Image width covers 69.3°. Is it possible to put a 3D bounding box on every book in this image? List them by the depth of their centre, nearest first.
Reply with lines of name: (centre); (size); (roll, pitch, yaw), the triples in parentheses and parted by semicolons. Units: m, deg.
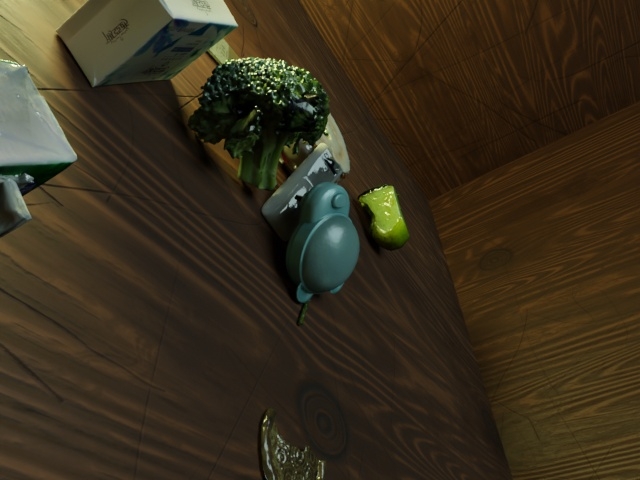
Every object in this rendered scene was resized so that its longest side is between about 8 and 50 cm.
book: (-0.276, -0.536, 1.345); (0.199, 0.016, 0.138); (44, 30, -42)

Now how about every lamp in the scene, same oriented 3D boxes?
lamp: (0.010, 0.002, 1.127); (0.210, 0.147, 0.283); (-8, 94, -53)

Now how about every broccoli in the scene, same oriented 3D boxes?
broccoli: (-0.128, -0.292, 1.075); (0.338, 0.278, 0.317); (117, -8, -73)

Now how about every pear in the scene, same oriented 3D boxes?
pear: (0.271, -0.080, 1.899); (0.238, 0.164, 0.255); (21, 52, -74)

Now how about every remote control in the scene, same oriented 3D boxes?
remote control: (-0.035, -0.136, 1.234); (0.109, 0.055, 0.313); (53, 54, -24)

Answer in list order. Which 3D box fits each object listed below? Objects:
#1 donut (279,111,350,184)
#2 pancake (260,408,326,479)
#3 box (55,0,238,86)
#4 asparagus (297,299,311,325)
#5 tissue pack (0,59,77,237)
donut: (-0.050, -0.332, 1.459); (0.382, 0.143, 0.382); (47, 27, -33)
pancake: (-0.044, 0.395, 0.832); (0.191, 0.020, 0.184); (30, 38, -55)
box: (-0.307, -0.398, 0.869); (0.116, 0.203, 0.274); (59, 22, -13)
asparagus: (-0.038, 0.167, 1.108); (0.114, 0.014, 0.015); (-68, 162, -61)
tissue pack: (-0.340, -0.041, 0.393); (0.156, 0.209, 0.148); (64, 21, -6)
